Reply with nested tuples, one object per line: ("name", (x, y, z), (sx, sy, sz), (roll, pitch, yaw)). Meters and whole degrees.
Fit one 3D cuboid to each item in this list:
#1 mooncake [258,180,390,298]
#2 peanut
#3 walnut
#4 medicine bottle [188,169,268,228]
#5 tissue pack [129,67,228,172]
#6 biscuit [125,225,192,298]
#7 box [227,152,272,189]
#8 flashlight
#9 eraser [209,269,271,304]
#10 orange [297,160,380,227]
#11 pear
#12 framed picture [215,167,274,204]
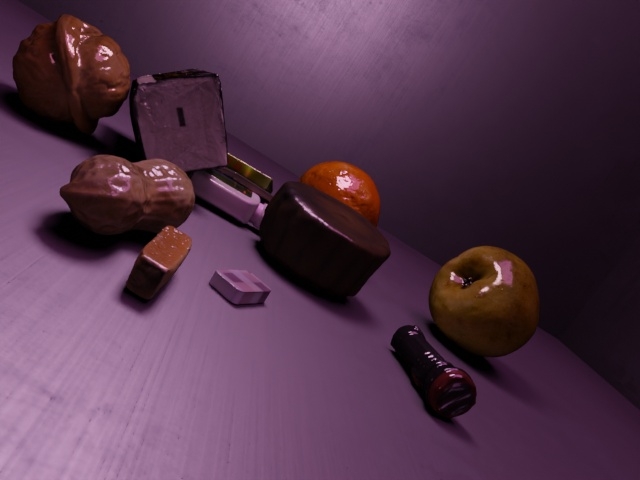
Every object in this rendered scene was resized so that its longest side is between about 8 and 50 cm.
("mooncake", (0.000, 0.000, 1.274), (0.290, 0.161, 0.290), (31, 16, -10))
("peanut", (-0.276, -0.066, 0.851), (0.136, 0.120, 0.298), (-3, 4, 12))
("walnut", (-0.511, -0.339, 1.176), (0.225, 0.256, 0.257), (-7, 25, -16))
("medicine bottle", (-0.213, -0.101, 1.346), (0.219, 0.078, 0.115), (30, 7, -16))
("tissue pack", (-0.333, -0.284, 1.306), (0.198, 0.209, 0.370), (-6, 20, -15))
("biscuit", (-0.219, 0.027, 0.780), (0.052, 0.056, 0.188), (34, 9, -9))
("box", (-0.220, -0.190, 1.650), (0.173, 0.043, 0.311), (30, -3, -3))
("flashlight", (0.197, 0.233, 1.052), (0.093, 0.093, 0.232), (29, 6, -22))
("eraser", (-0.129, 0.075, 0.923), (0.065, 0.026, 0.105), (34, 10, 23))
("orange", (0.043, -0.096, 1.614), (0.261, 0.261, 0.261), (32, 10, -6))
("pear", (0.448, 0.178, 1.545), (0.304, 0.303, 0.304), (32, 10, -6))
("framed picture", (-0.219, -0.156, 1.534), (0.232, 0.024, 0.315), (32, -3, -40))
